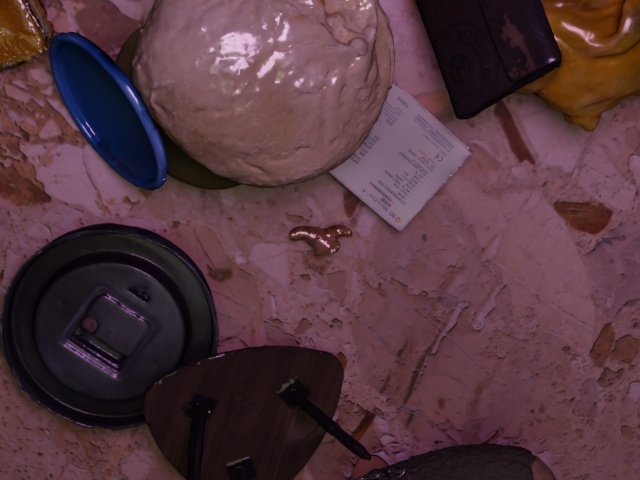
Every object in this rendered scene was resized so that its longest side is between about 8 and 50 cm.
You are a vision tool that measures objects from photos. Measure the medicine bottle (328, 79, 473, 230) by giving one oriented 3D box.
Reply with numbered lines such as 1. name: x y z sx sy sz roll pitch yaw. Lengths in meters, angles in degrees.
1. medicine bottle: 0.097 -0.134 1.286 0.201 0.052 0.171 39 99 -13

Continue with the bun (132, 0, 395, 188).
1. bun: -0.055 -0.250 1.097 0.353 0.227 0.348 -4 77 -36

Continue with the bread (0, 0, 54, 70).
1. bread: -0.446 -0.304 1.195 0.128 0.069 0.140 -24 109 4

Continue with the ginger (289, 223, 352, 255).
1. ginger: 0.001 0.001 1.329 0.097 0.030 0.048 -2 78 -6

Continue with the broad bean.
1. broad bean: -0.184 -0.185 1.234 0.189 0.121 0.263 -33 90 11

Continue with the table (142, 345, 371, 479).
1. table: -0.099 0.329 1.260 0.317 0.249 0.317 -7 115 -15

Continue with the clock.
1. clock: -0.317 0.132 1.324 0.325 0.067 0.325 -1 106 -4

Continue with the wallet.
1. wallet: 0.191 -0.333 1.133 0.170 0.044 0.321 -29 74 44

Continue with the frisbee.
1. frisbee: -0.280 -0.177 1.176 0.045 0.242 0.242 -40 107 -27

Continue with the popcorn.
1. popcorn: 0.364 -0.310 1.155 0.297 0.281 0.315 -39 117 -10

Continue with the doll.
1. doll: 0.208 0.446 1.368 0.350 0.247 0.247 -5 106 7
